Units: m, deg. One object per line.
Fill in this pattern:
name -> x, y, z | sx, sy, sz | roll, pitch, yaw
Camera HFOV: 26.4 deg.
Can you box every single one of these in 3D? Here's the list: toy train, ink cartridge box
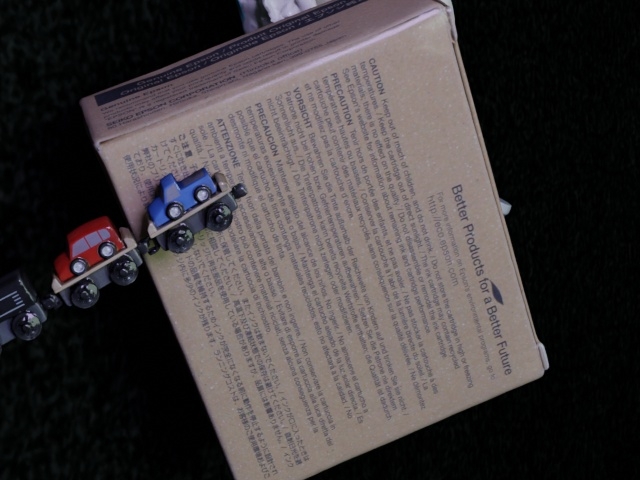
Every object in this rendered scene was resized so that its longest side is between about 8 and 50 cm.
toy train -> -0.109, 0.007, 0.666 | 0.158, 0.027, 0.036 | -30, 107, -3
ink cartridge box -> 0.000, 0.000, 0.756 | 0.193, 0.088, 0.235 | -22, 116, -7

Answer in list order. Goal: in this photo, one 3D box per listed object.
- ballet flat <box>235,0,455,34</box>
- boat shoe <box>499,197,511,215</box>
ballet flat -> 0.009, -0.189, 0.816 | 0.147, 0.147, 0.409 | -37, 119, -48
boat shoe -> 0.113, -0.021, 1.054 | 0.100, 0.035, 0.035 | -2, 119, -58
